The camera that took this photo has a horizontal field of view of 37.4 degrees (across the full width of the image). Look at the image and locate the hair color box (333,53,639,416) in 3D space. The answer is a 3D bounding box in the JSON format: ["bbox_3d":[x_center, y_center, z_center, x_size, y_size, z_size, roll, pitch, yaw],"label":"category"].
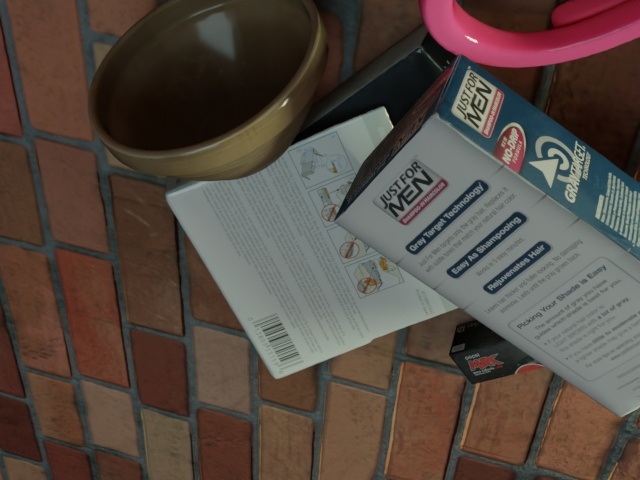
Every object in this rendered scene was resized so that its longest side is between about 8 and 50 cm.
[{"bbox_3d":[0.207,0.004,0.873,0.347,0.105,0.174,34,136,-9],"label":"hair color box"}]

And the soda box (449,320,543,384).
[{"bbox_3d":[0.240,0.117,1.115,0.169,0.053,0.060,-21,119,36],"label":"soda box"}]

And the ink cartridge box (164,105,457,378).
[{"bbox_3d":[0.000,0.000,1.021,0.239,0.060,0.275,-22,122,7],"label":"ink cartridge box"}]

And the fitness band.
[{"bbox_3d":[0.215,-0.225,0.746,0.291,0.054,0.209,-21,153,35],"label":"fitness band"}]

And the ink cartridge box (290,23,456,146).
[{"bbox_3d":[0.045,-0.078,1.015,0.165,0.065,0.333,43,133,-18],"label":"ink cartridge box"}]

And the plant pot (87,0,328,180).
[{"bbox_3d":[-0.093,-0.137,0.911,0.237,0.237,0.109,-2,144,24],"label":"plant pot"}]
